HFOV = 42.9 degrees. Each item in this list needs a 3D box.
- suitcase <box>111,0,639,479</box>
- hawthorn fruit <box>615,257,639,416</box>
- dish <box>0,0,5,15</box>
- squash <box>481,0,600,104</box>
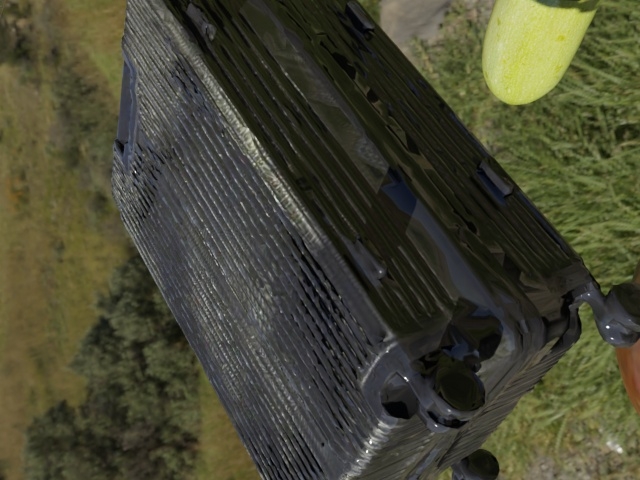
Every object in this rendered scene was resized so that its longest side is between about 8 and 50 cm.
[{"bbox_3d":[0.000,0.000,0.517,0.335,0.152,0.229,56,146,26],"label":"suitcase"},{"bbox_3d":[0.364,0.076,0.579,0.308,0.325,0.308,1,92,29],"label":"hawthorn fruit"},{"bbox_3d":[-0.373,-0.240,0.599,0.134,0.274,0.273,-16,90,66],"label":"dish"},{"bbox_3d":[0.293,-0.284,1.132,0.132,0.133,0.247,57,156,27],"label":"squash"}]
